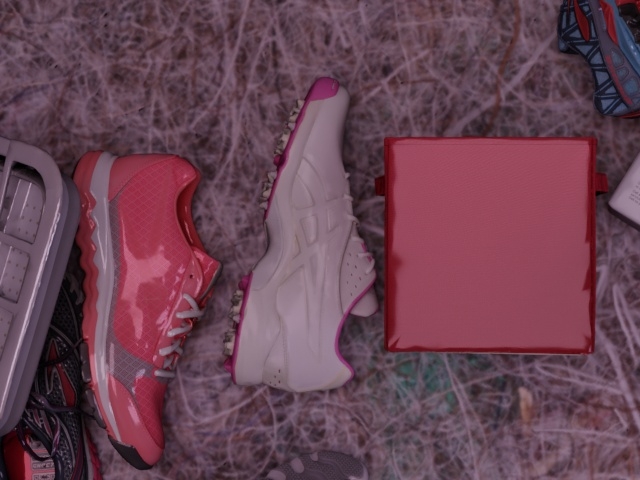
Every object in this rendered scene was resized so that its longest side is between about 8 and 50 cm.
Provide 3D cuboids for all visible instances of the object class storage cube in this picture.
[{"bbox_3d":[0.156,0.008,1.655,0.215,0.183,0.193,0,88,7],"label":"storage cube"}]

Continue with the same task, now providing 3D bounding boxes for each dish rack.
[{"bbox_3d":[-0.354,0.030,1.716,0.333,0.072,0.286,19,94,41],"label":"dish rack"}]

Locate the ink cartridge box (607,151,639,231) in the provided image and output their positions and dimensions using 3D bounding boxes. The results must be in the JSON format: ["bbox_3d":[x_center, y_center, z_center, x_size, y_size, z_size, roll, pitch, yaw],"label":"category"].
[{"bbox_3d":[0.385,-0.078,1.676,0.153,0.087,0.208,33,92,9],"label":"ink cartridge box"}]

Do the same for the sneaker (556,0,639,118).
[{"bbox_3d":[0.252,-0.230,1.694,0.125,0.104,0.262,-47,51,44],"label":"sneaker"}]

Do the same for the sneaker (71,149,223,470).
[{"bbox_3d":[-0.159,0.061,1.730,0.136,0.116,0.314,-7,85,6],"label":"sneaker"}]

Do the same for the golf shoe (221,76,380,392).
[{"bbox_3d":[0.000,0.000,1.725,0.140,0.115,0.306,14,95,-2],"label":"golf shoe"}]

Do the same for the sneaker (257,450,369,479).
[{"bbox_3d":[-0.046,0.325,1.712,0.105,0.115,0.281,27,72,36],"label":"sneaker"}]

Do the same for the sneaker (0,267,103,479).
[{"bbox_3d":[-0.278,0.139,1.743,0.120,0.112,0.299,-14,83,7],"label":"sneaker"}]
